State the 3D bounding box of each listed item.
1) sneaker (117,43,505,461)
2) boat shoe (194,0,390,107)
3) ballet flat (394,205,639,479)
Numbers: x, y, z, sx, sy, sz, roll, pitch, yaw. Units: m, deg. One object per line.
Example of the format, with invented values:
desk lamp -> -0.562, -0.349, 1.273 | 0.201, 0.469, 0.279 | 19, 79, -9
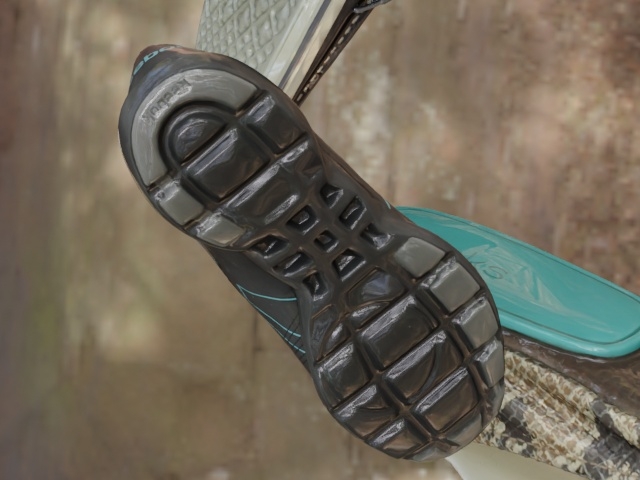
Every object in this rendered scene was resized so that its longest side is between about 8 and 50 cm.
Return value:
sneaker -> 0.000, 0.000, 0.834 | 0.101, 0.267, 0.106 | -39, 26, 0
boat shoe -> 0.057, -0.286, 1.372 | 0.500, 0.156, 0.187 | -60, 35, 9
ballet flat -> 0.200, 0.110, 0.968 | 0.483, 0.164, 0.182 | 15, 119, 37
